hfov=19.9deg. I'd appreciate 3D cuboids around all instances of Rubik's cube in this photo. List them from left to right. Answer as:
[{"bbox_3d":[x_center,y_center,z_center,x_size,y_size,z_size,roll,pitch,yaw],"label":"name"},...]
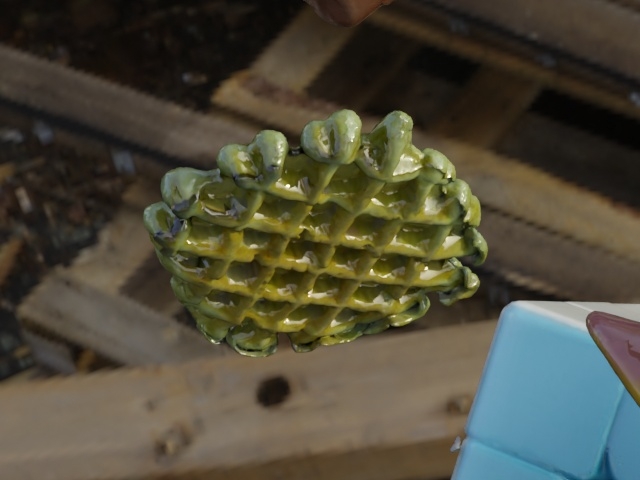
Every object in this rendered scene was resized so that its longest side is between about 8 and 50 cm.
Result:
[{"bbox_3d":[0.258,0.220,1.241,0.290,0.291,0.291,21,95,26],"label":"Rubik's cube"}]

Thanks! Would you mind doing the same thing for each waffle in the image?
[{"bbox_3d":[0.000,0.000,0.954,0.169,0.183,0.036,-16,55,8],"label":"waffle"}]

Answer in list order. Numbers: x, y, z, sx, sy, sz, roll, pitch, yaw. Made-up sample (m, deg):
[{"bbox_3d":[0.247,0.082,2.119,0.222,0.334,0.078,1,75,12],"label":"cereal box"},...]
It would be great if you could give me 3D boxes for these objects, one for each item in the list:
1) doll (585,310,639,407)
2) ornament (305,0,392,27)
[{"bbox_3d":[0.225,0.022,0.553,0.269,0.167,0.162,-39,27,34],"label":"doll"},{"bbox_3d":[-0.024,-0.231,0.773,0.235,0.217,0.221,-36,69,17],"label":"ornament"}]
